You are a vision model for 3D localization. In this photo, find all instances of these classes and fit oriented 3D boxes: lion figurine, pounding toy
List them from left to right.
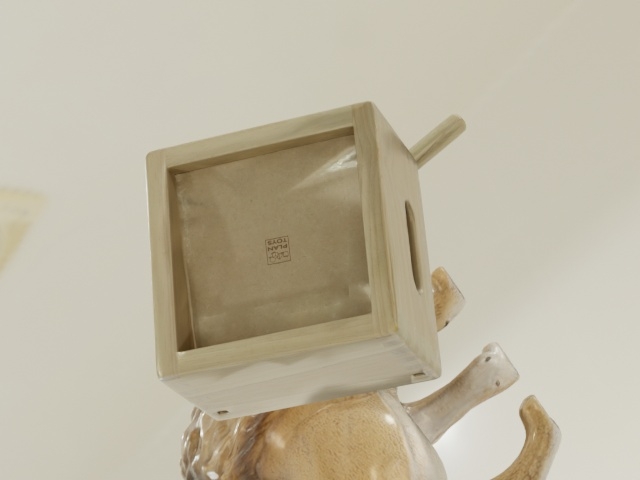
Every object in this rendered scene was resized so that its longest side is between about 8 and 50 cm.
[{"bbox_3d":[0.000,0.000,0.880,0.130,0.141,0.100,-12,-24,15],"label":"pounding toy"},{"bbox_3d":[0.041,0.169,1.239,0.240,0.392,0.142,-36,-62,2],"label":"lion figurine"}]
